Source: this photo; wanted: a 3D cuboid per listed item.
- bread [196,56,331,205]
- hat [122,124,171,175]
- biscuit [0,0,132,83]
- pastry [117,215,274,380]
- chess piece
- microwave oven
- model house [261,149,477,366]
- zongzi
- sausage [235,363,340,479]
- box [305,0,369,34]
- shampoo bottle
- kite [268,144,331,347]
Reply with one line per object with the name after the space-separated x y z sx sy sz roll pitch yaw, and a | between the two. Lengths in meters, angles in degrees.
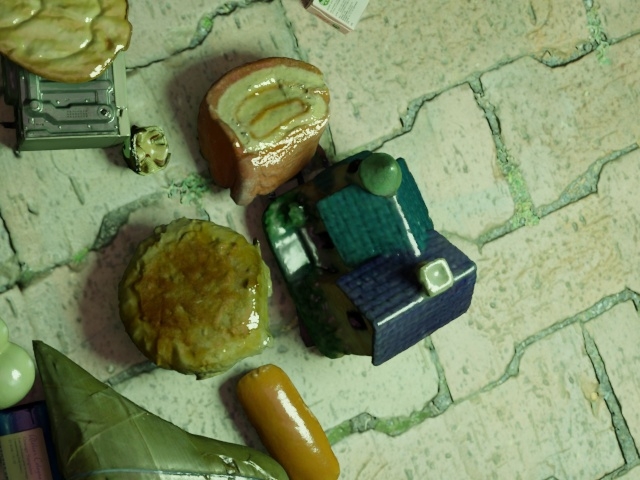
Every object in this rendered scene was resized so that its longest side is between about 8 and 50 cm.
-0.085 -0.198 1.934 0.244 0.123 0.190 -35 82 -23 | bread
-0.287 -0.146 1.897 0.076 0.059 0.077 -25 115 -37 | hat
-0.404 -0.342 1.737 0.260 0.041 0.203 16 84 -16 | biscuit
-0.195 0.093 1.849 0.236 0.121 0.257 -7 73 6 | pastry
-0.531 0.144 1.765 0.144 0.144 0.251 -42 106 -17 | chess piece
-0.402 -0.268 1.827 0.194 0.145 0.240 -4 88 -22 | microwave oven
0.088 0.022 1.879 0.245 0.280 0.312 -26 98 -19 | model house
-0.244 0.314 1.836 0.356 0.174 0.392 -9 77 -26 | zongzi
-0.050 0.311 1.929 0.098 0.098 0.238 -33 95 -18 | sausage
0.043 -0.432 2.038 0.089 0.043 0.125 32 77 -14 | box
-0.445 0.344 1.814 0.087 0.050 0.183 -12 90 -20 | shampoo bottle
0.001 0.000 2.006 0.204 0.022 0.360 -26 95 -19 | kite
